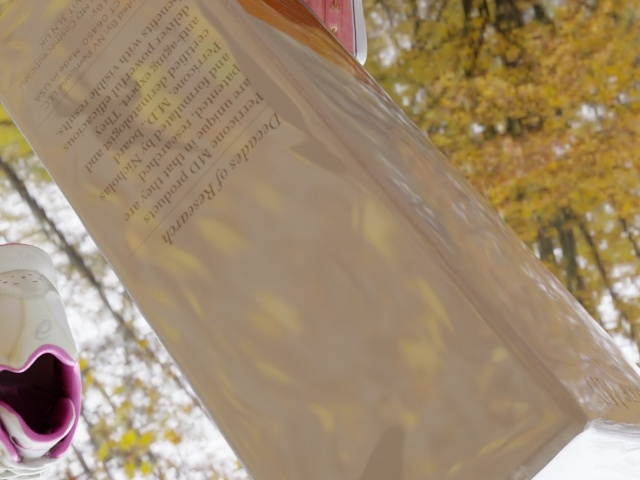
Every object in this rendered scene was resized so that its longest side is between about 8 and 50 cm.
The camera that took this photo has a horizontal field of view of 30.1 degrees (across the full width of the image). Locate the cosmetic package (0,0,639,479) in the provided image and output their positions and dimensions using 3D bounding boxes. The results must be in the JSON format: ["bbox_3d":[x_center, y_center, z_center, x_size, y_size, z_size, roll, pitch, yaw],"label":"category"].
[{"bbox_3d":[0.000,0.000,0.735,0.161,0.230,0.453,-46,-119,14],"label":"cosmetic package"}]

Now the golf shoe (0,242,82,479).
[{"bbox_3d":[-0.259,0.155,0.979,0.115,0.306,0.140,-12,-140,-30],"label":"golf shoe"}]

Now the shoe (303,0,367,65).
[{"bbox_3d":[-0.009,-0.242,1.113,0.081,0.177,0.063,-5,175,-43],"label":"shoe"}]
